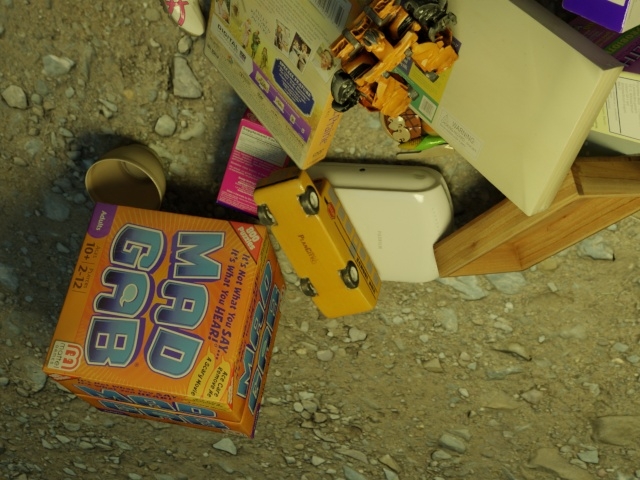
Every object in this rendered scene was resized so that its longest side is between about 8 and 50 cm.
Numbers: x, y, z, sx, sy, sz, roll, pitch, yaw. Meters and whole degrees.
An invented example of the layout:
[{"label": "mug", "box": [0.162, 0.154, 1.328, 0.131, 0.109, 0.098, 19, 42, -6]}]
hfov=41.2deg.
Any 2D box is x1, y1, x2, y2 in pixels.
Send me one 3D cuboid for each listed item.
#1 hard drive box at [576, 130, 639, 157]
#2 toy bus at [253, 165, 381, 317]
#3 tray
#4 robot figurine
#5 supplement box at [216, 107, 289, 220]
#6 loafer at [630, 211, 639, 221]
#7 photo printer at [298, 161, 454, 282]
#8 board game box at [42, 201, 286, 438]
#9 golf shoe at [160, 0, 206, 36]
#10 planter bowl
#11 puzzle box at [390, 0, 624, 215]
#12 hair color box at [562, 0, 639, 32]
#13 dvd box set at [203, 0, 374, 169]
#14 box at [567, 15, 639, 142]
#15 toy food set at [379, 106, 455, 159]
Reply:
[{"label": "hard drive box", "box": [0.479, -0.223, 1.399, 0.232, 0.181, 0.089, -6, 128, 21]}, {"label": "toy bus", "box": [0.000, 0.000, 1.611, 0.108, 0.130, 0.333, -13, 123, 26]}, {"label": "tray", "box": [0.392, -0.035, 1.508, 0.202, 0.076, 0.411, -3, 161, -25]}, {"label": "robot figurine", "box": [0.103, -0.262, 1.220, 0.211, 0.291, 0.085, -43, 75, 13]}, {"label": "supplement box", "box": [-0.115, -0.163, 1.660, 0.114, 0.111, 0.220, 22, 131, -3]}, {"label": "loafer", "box": [0.623, -0.048, 1.562, 0.268, 0.102, 0.092, 17, 126, 0]}, {"label": "photo printer", "box": [0.113, -0.034, 1.711, 0.307, 0.107, 0.256, 4, 130, 12]}, {"label": "board game box", "box": [-0.295, 0.174, 1.760, 0.356, 0.356, 0.356, 8, 157, 8]}, {"label": "golf shoe", "box": [-0.243, -0.443, 1.484, 0.086, 0.067, 0.186, -14, 124, 24]}, {"label": "planter bowl", "box": [-0.388, -0.132, 1.763, 0.162, 0.109, 0.162, 8, 132, 9]}, {"label": "puzzle box", "box": [0.254, -0.269, 1.336, 0.409, 0.052, 0.272, 49, 142, 30]}, {"label": "hair color box", "box": [0.481, -0.423, 1.131, 0.110, 0.338, 0.185, 41, 144, 36]}, {"label": "dvd box set", "box": [-0.058, -0.345, 1.350, 0.308, 0.062, 0.420, 50, 151, 16]}, {"label": "box", "box": [0.479, -0.263, 1.274, 0.243, 0.213, 0.117, 29, 148, 46]}, {"label": "toy food set", "box": [0.174, -0.223, 1.577, 0.132, 0.038, 0.192, -6, 128, 20]}]
